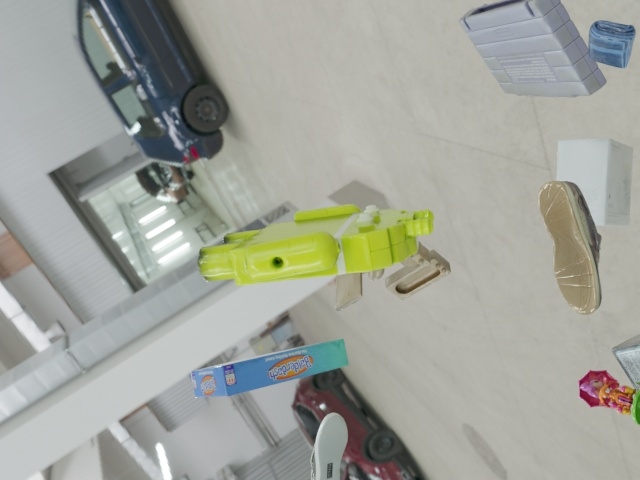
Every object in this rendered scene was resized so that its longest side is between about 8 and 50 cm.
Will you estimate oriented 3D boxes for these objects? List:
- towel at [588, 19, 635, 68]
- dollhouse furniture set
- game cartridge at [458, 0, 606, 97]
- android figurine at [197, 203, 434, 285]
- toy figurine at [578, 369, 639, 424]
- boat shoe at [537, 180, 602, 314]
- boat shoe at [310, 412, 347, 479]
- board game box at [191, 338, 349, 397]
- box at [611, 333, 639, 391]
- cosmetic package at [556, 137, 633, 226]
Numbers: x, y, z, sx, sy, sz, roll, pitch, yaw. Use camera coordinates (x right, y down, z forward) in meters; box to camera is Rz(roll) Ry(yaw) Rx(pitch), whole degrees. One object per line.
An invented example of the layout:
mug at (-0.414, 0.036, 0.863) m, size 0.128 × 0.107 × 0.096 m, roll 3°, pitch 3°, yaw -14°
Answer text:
towel at (0.458, -0.310, 0.943) m, size 0.067 × 0.029 × 0.119 m, roll 22°, pitch -175°, yaw 23°
dollhouse furniture set at (0.130, 0.078, 1.041) m, size 0.151 × 0.144 × 0.123 m, roll 37°, pitch -145°, yaw -28°
game cartridge at (0.443, -0.412, 1.277) m, size 0.230 × 0.068 × 0.355 m, roll 46°, pitch -177°, yaw -18°
android figurine at (0.000, 0.000, 0.713) m, size 0.248 × 0.272 × 0.056 m, roll -42°, pitch -58°, yaw -72°
toy figurine at (0.585, 0.310, 1.184) m, size 0.173 × 0.130 × 0.159 m, roll 15°, pitch 175°, yaw -37°
boat shoe at (0.540, 0.009, 1.246) m, size 0.102 × 0.092 × 0.286 m, roll -27°, pitch 77°, yaw 63°
boat shoe at (0.010, 0.507, 1.412) m, size 0.070 × 0.077 × 0.220 m, roll 23°, pitch 108°, yaw 63°
board game box at (-0.084, 0.207, 0.962) m, size 0.160 × 0.210 × 0.047 m, roll -28°, pitch 73°, yaw 59°
box at (0.835, 0.317, 1.287) m, size 0.297 × 0.182 × 0.294 m, roll 63°, pitch -179°, yaw 16°
cosmetic package at (0.740, -0.151, 1.606) m, size 0.138 × 0.224 × 0.225 m, roll 3°, pitch 92°, yaw 42°
